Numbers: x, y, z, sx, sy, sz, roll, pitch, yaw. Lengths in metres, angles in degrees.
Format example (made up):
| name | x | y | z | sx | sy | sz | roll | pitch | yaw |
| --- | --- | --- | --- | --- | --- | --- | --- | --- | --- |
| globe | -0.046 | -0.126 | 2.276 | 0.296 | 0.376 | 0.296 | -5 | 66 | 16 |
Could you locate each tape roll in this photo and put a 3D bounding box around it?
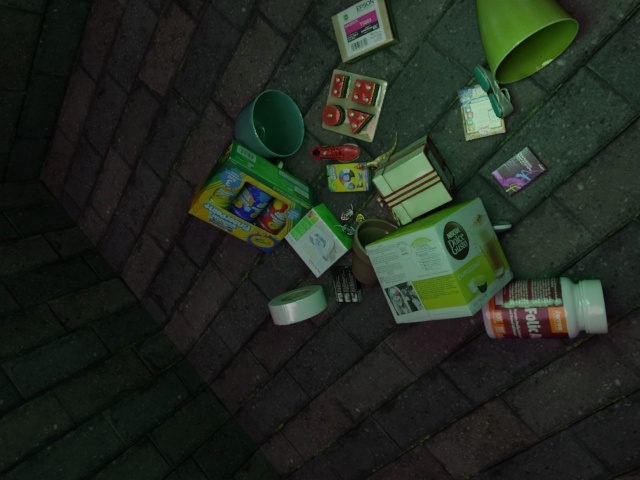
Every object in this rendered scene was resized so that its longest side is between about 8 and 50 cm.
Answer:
| name | x | y | z | sx | sy | sz | roll | pitch | yaw |
| --- | --- | --- | --- | --- | --- | --- | --- | --- | --- |
| tape roll | -0.112 | 0.315 | 2.095 | 0.286 | 0.286 | 0.100 | -13 | 98 | 31 |

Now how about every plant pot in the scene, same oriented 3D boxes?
| name | x | y | z | sx | sy | sz | roll | pitch | yaw |
| --- | --- | --- | --- | --- | --- | --- | --- | --- | --- |
| plant pot | -0.260 | -0.511 | 1.956 | 0.235 | 0.292 | 0.293 | -5 | 102 | 46 |
| plant pot | 0.242 | 0.074 | 1.871 | 0.263 | 0.263 | 0.229 | 35 | 135 | 17 |
| plant pot | 0.642 | -0.734 | 1.408 | 0.274 | 0.274 | 0.294 | -31 | 72 | 32 |

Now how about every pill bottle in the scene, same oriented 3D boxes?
| name | x | y | z | sx | sy | sz | roll | pitch | yaw |
| --- | --- | --- | --- | --- | --- | --- | --- | --- | --- |
| pill bottle | 0.826 | 0.253 | 1.582 | 0.391 | 0.224 | 0.224 | -8 | 100 | 32 |

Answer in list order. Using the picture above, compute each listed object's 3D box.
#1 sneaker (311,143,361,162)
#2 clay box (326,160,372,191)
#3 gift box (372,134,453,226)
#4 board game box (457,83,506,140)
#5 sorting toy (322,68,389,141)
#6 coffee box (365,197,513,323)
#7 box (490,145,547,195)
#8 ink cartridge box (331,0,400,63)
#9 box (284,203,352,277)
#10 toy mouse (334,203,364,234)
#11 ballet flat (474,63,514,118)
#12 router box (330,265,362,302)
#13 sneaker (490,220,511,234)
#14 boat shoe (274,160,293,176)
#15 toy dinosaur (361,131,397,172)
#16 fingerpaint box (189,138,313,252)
| name | x | y | z | sx | sy | sz | roll | pitch | yaw |
| --- | --- | --- | --- | --- | --- | --- | --- | --- | --- |
| sneaker | 0.060 | -0.385 | 1.892 | 0.221 | 0.128 | 0.087 | 0 | 104 | 30 |
| clay box | 0.121 | -0.288 | 1.928 | 0.221 | 0.053 | 0.128 | 1 | 107 | 29 |
| gift box | 0.366 | -0.215 | 1.675 | 0.258 | 0.255 | 0.277 | -26 | 104 | 30 |
| board game box | 0.610 | -0.489 | 1.601 | 0.146 | 0.045 | 0.194 | -6 | 100 | 30 |
| sorting toy | 0.131 | -0.579 | 1.820 | 0.256 | 0.089 | 0.256 | 23 | 114 | 22 |
| coffee box | 0.442 | 0.078 | 1.596 | 0.338 | 0.337 | 0.335 | -20 | 94 | 51 |
| box | 0.746 | -0.260 | 1.599 | 0.162 | 0.029 | 0.116 | -42 | 82 | 30 |
| ink cartridge box | 0.180 | -0.853 | 1.717 | 0.234 | 0.088 | 0.194 | -12 | 99 | 32 |
| box | 0.000 | 0.000 | 2.039 | 0.231 | 0.126 | 0.262 | -43 | 82 | 29 |
| toy mouse | 0.134 | -0.084 | 1.969 | 0.142 | 0.031 | 0.161 | -18 | 89 | 8 |
| ballet flat | 0.626 | -0.543 | 1.522 | 0.068 | 0.072 | 0.213 | -27 | 90 | 2 |
| router box | 0.127 | 0.215 | 2.072 | 0.133 | 0.046 | 0.179 | -4 | 102 | 31 |
| sneaker | 0.656 | 0.013 | 1.694 | 0.226 | 0.086 | 0.164 | -12 | 99 | 30 |
| boat shoe | -0.257 | -0.246 | 2.123 | 0.113 | 0.127 | 0.340 | 34 | 118 | -20 |
| toy dinosaur | 0.274 | -0.349 | 1.809 | 0.211 | 0.064 | 0.112 | -36 | 121 | 5 |
| fingerpaint box | -0.318 | -0.186 | 1.979 | 0.444 | 0.163 | 0.371 | 30 | 125 | -27 |
